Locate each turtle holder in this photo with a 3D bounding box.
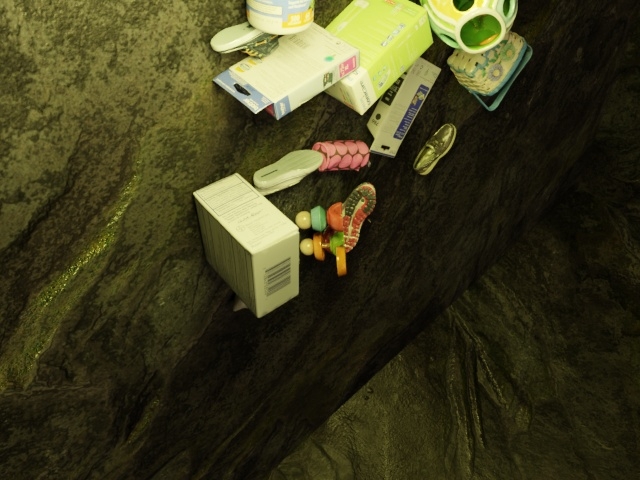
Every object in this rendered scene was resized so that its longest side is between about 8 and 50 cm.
[{"bbox_3d":[0.372,-0.619,1.398,0.243,0.228,0.320,-10,152,8],"label":"turtle holder"}]

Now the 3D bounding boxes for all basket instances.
[{"bbox_3d":[0.597,-0.611,1.964,0.288,0.201,0.255,15,111,-46],"label":"basket"}]

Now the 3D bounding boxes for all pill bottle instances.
[{"bbox_3d":[-0.082,-0.591,1.178,0.152,0.152,0.272,-29,144,-30],"label":"pill bottle"}]

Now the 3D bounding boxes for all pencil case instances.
[{"bbox_3d":[0.063,-0.263,1.770,0.209,0.095,0.098,-9,131,-44],"label":"pencil case"}]

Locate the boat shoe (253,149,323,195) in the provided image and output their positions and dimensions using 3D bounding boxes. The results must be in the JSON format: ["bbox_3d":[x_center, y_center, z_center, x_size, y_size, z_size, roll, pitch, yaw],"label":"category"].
[{"bbox_3d":[-0.098,-0.199,1.659,0.226,0.083,0.076,-21,151,-20],"label":"boat shoe"}]

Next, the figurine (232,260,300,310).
[{"bbox_3d":[-0.191,0.143,1.890,0.214,0.092,0.210,-11,136,-45],"label":"figurine"}]

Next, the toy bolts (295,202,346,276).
[{"bbox_3d":[0.000,0.000,1.876,0.158,0.218,0.229,-4,125,3],"label":"toy bolts"}]

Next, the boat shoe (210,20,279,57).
[{"bbox_3d":[-0.166,-0.453,1.300,0.183,0.065,0.083,-35,144,-25],"label":"boat shoe"}]

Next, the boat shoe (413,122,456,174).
[{"bbox_3d":[0.435,-0.350,2.154,0.224,0.080,0.073,-55,154,17],"label":"boat shoe"}]

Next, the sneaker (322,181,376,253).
[{"bbox_3d":[0.110,-0.073,2.015,0.299,0.120,0.112,-54,-175,24],"label":"sneaker"}]

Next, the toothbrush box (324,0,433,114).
[{"bbox_3d":[0.120,-0.503,1.475,0.283,0.206,0.122,-46,149,-7],"label":"toothbrush box"}]

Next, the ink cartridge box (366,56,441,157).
[{"bbox_3d":[0.259,-0.441,1.853,0.165,0.065,0.333,2,120,-53],"label":"ink cartridge box"}]

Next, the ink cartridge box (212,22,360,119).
[{"bbox_3d":[-0.080,-0.402,1.348,0.311,0.185,0.065,-36,148,-21],"label":"ink cartridge box"}]

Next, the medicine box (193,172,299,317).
[{"bbox_3d":[-0.199,0.011,1.535,0.149,0.289,0.264,-29,143,-27],"label":"medicine box"}]
